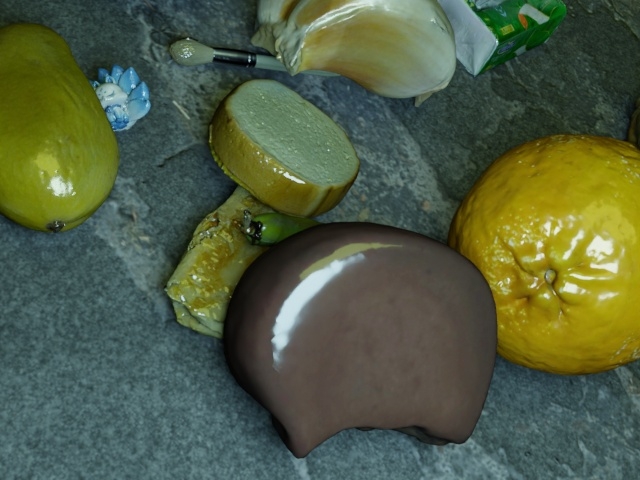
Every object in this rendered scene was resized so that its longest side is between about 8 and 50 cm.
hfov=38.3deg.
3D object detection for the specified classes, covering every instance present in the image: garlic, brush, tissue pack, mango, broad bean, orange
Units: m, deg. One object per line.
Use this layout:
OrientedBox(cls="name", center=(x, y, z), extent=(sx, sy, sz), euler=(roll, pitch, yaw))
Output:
OrientedBox(cls="garlic", center=(0.055, -0.338, 1.441), extent=(0.313, 0.286, 0.249), euler=(-3, 100, -30))
OrientedBox(cls="brush", center=(-0.093, -0.287, 1.458), extent=(0.299, 0.039, 0.042), euler=(1, 60, -23))
OrientedBox(cls="tissue pack", center=(0.327, -0.419, 1.638), extent=(0.209, 0.156, 0.148), euler=(-28, 72, -32))
OrientedBox(cls="mango", center=(-0.382, -0.151, 1.202), extent=(0.195, 0.142, 0.331), euler=(-17, 60, -28))
OrientedBox(cls="broad bean", center=(-0.005, 0.005, 1.260), extent=(0.325, 0.067, 0.075), euler=(13, 17, -41))
OrientedBox(cls="orange", center=(0.334, 0.023, 1.254), extent=(0.340, 0.340, 0.293), euler=(50, 30, 11))

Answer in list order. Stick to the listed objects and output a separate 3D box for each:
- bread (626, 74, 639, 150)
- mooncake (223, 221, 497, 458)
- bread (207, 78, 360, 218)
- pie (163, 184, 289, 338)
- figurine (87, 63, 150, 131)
OrientedBox(cls="bread", center=(0.656, -0.132, 1.602), extent=(0.236, 0.183, 0.388), euler=(13, 61, 4))
OrientedBox(cls="mooncake", center=(0.059, 0.128, 1.156), extent=(0.326, 0.174, 0.333), euler=(-32, 107, -15))
OrientedBox(cls="bread", center=(-0.053, -0.134, 1.329), extent=(0.236, 0.070, 0.236), euler=(23, 36, -18))
OrientedBox(cls="pie", center=(-0.109, 0.013, 1.249), extent=(0.129, 0.068, 0.282), euler=(37, 49, -4))
OrientedBox(cls="figurine", center=(-0.295, -0.203, 1.298), extent=(0.114, 0.079, 0.114), euler=(-3, 82, 19))
